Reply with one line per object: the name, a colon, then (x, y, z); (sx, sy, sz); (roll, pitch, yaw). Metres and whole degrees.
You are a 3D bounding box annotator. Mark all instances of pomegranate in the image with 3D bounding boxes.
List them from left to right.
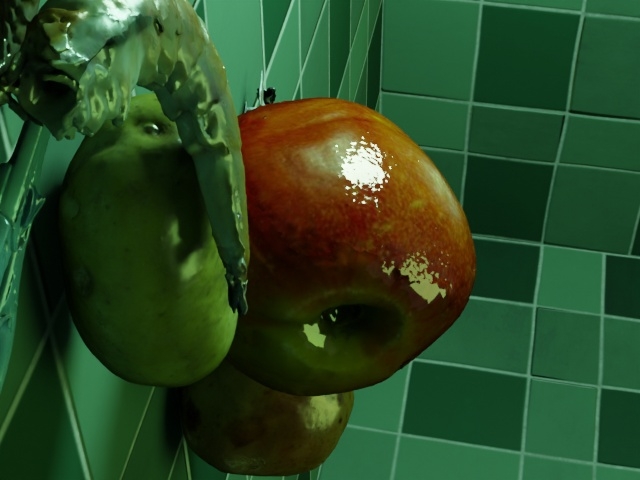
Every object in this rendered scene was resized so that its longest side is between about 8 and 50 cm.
pomegranate: (-0.073, 0.198, 1.506); (0.215, 0.215, 0.215); (7, 90, -82)

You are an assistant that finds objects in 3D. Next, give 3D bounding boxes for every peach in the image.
peach: (0.000, -0.002, 1.368); (0.373, 0.372, 0.290); (-72, 163, -52)

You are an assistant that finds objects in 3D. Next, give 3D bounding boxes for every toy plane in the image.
toy plane: (-0.077, -0.152, 1.697); (0.197, 0.053, 0.078); (83, 8, -64)

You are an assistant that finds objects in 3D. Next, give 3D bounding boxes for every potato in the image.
potato: (-0.139, 0.002, 1.012); (0.228, 0.148, 0.197); (82, 29, -49)

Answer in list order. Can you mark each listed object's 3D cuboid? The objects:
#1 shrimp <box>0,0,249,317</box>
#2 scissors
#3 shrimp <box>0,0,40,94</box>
shrimp: (-0.115, -0.092, 0.862); (0.287, 0.068, 0.185); (58, 33, -50)
scissors: (-0.207, -0.010, 0.817); (0.180, 0.032, 0.393); (110, -7, -71)
shrimp: (-0.202, -0.172, 0.745); (0.152, 0.046, 0.219); (-79, -178, -51)
